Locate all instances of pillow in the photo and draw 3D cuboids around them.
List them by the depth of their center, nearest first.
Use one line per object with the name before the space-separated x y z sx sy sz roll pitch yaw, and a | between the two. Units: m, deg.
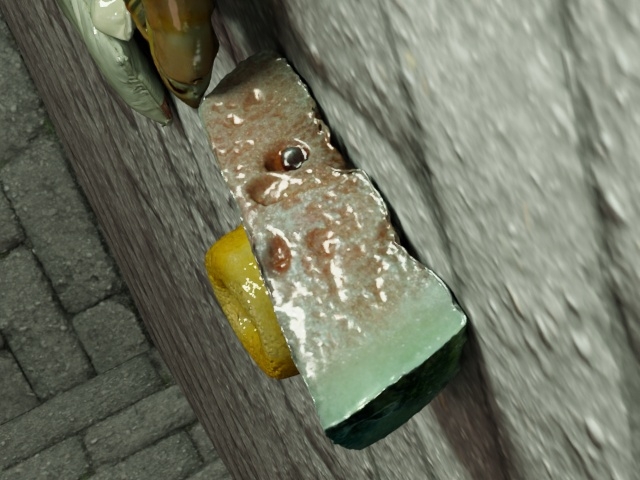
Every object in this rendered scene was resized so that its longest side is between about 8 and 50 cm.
pillow | -0.218 -0.214 1.390 0.229 0.051 0.128 55 177 29

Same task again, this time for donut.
donut | -0.049 0.054 1.231 0.152 0.058 0.152 57 166 22

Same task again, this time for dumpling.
dumpling | -0.188 -0.217 1.282 0.077 0.043 0.059 -105 15 -50

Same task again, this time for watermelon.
watermelon | 0.000 0.000 0.835 0.241 0.094 0.154 62 179 16

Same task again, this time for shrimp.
shrimp | -0.104 -0.168 0.913 0.267 0.061 0.145 -135 30 -63
